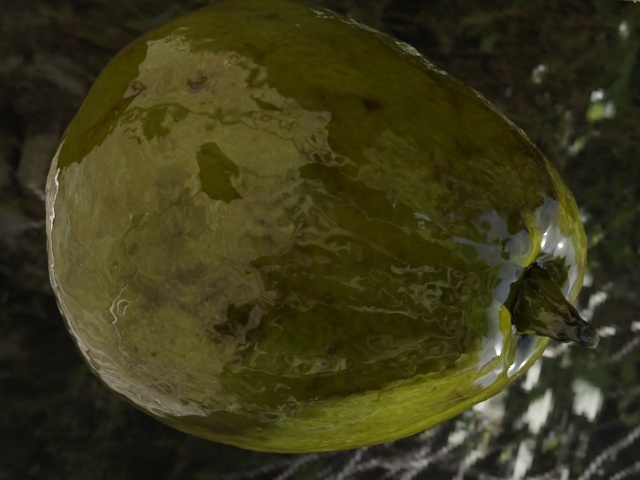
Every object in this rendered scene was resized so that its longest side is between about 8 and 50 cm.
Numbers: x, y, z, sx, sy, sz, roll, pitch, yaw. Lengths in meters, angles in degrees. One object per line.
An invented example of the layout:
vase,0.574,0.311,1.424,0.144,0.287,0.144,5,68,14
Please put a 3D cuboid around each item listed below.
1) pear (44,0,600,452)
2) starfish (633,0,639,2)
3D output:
pear,0.000,0.000,0.790,0.287,0.375,0.287,-24,122,-44
starfish,0.122,-0.248,0.695,0.303,0.312,0.113,97,6,-52
